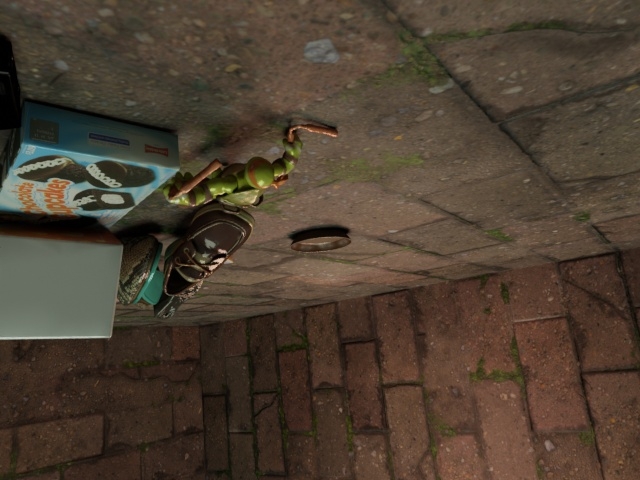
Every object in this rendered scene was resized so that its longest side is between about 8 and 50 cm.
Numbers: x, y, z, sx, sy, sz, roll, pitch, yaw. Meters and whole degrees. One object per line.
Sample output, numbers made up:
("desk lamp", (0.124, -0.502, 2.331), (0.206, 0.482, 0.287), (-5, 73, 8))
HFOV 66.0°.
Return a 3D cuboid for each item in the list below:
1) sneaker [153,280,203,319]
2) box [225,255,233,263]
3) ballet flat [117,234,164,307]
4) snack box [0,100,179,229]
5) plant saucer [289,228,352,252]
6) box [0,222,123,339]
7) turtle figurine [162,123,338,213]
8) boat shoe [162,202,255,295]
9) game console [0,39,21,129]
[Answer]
("sneaker", (-0.498, 0.157, 1.682), (0.227, 0.130, 0.087), (-43, 147, 20))
("box", (-0.302, 0.047, 1.397), (0.081, 0.028, 0.136), (-7, 169, 5))
("ballet flat", (-0.491, 0.080, 1.229), (0.182, 0.164, 0.483), (18, 163, -12))
("snack box", (-0.362, -0.088, 0.726), (0.187, 0.060, 0.322), (5, 163, -39))
("plant saucer", (0.000, 0.000, 1.326), (0.168, 0.029, 0.168), (-5, 168, -1))
("box", (-0.535, 0.051, 0.816), (0.345, 0.168, 0.215), (7, -173, -33))
("turtle figurine", (-0.112, -0.088, 0.708), (0.269, 0.087, 0.217), (-31, -163, -32))
("boat shoe", (-0.254, 0.035, 1.052), (0.123, 0.123, 0.342), (30, 142, -28))
("game console", (-0.362, -0.183, 0.366), (0.213, 0.044, 0.361), (0, 165, -25))
